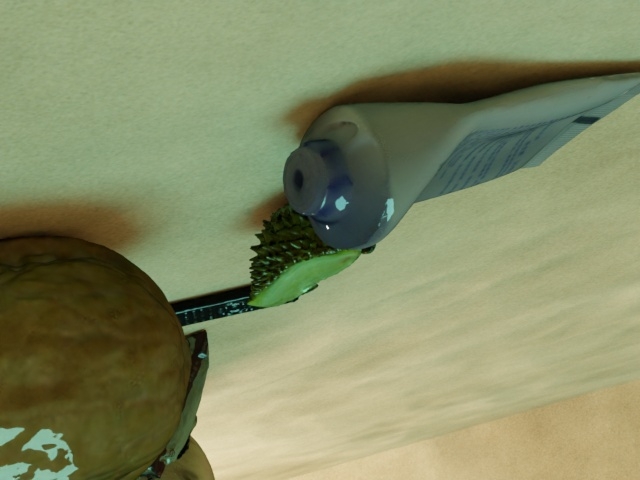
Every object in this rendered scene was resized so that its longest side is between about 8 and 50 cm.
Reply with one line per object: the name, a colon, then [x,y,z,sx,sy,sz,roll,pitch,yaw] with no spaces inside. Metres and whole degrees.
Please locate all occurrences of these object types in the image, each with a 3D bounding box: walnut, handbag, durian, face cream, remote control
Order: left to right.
walnut: [-0.298,0.141,1.357,0.344,0.306,0.306,-2,159,-28]
handbag: [-0.248,0.258,1.920,0.127,0.235,0.213,35,146,-13]
remote control: [-0.145,0.090,1.750,0.245,0.025,0.063,-12,161,-9]
durian: [-0.004,-0.009,1.453,0.221,0.095,0.137,-21,-154,40]
face cream: [0.147,-0.090,1.324,0.420,0.137,0.235,-13,164,-35]

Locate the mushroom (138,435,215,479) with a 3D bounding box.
mushroom: [-0.365,0.426,2.124,0.325,0.353,0.353,-48,154,11]
